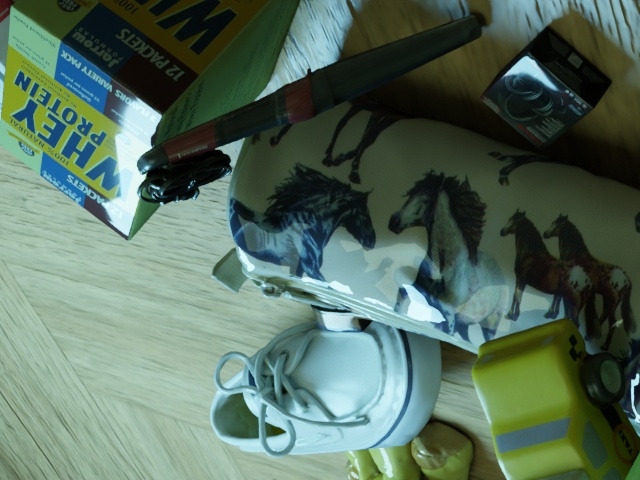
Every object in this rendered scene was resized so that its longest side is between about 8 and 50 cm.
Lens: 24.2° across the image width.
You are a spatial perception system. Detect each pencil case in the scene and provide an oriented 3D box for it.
[{"bbox_3d":[0.125,0.018,1.126,0.410,0.183,0.160,21,177,26],"label":"pencil case"}]

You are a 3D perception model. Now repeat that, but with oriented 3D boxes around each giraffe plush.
[{"bbox_3d":[0.071,0.295,1.568,0.181,0.170,0.210,1,133,46],"label":"giraffe plush"}]

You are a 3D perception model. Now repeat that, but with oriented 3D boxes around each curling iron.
[{"bbox_3d":[-0.011,-0.100,1.070,0.035,0.274,0.068,61,177,14],"label":"curling iron"}]

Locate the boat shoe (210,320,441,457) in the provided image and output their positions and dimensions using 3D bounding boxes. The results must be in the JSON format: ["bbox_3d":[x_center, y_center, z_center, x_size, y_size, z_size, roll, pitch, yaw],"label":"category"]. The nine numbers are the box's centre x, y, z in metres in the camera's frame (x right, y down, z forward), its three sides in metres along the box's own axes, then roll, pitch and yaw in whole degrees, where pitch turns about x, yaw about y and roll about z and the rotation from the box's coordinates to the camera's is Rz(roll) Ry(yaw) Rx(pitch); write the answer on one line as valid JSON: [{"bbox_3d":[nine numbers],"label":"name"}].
[{"bbox_3d":[-0.024,0.143,1.458,0.367,0.156,0.136,154,113,-62],"label":"boat shoe"}]

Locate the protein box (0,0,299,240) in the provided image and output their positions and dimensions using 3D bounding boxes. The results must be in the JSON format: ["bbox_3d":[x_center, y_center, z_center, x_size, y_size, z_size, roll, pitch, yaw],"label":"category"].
[{"bbox_3d":[-0.130,-0.148,1.158,0.136,0.201,0.200,36,150,5],"label":"protein box"}]

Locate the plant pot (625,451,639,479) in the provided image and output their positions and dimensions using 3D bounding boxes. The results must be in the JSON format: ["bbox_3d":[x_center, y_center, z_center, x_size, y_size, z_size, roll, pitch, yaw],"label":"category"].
[{"bbox_3d":[0.338,0.075,0.849,0.274,0.293,0.275,16,-173,-2],"label":"plant pot"}]

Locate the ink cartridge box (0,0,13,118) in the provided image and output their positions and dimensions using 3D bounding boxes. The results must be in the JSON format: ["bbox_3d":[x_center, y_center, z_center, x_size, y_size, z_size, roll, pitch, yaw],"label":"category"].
[{"bbox_3d":[-0.310,-0.171,1.465,0.135,0.056,0.099,50,147,-17],"label":"ink cartridge box"}]

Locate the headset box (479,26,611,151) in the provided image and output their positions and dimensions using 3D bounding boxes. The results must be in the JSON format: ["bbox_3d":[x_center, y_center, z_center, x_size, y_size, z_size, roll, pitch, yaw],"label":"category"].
[{"bbox_3d":[0.158,-0.106,1.073,0.062,0.032,0.083,41,148,-4],"label":"headset box"}]

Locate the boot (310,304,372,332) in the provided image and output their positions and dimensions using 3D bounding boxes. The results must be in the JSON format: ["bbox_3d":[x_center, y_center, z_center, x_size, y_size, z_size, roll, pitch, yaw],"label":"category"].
[{"bbox_3d":[0.074,0.016,1.273,0.219,0.082,0.106,-8,115,30],"label":"boot"}]

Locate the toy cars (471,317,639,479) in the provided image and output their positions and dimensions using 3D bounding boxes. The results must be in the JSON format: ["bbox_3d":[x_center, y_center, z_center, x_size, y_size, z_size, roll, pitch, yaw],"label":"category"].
[{"bbox_3d":[0.159,0.240,1.063,0.176,0.087,0.394,23,129,25],"label":"toy cars"}]
